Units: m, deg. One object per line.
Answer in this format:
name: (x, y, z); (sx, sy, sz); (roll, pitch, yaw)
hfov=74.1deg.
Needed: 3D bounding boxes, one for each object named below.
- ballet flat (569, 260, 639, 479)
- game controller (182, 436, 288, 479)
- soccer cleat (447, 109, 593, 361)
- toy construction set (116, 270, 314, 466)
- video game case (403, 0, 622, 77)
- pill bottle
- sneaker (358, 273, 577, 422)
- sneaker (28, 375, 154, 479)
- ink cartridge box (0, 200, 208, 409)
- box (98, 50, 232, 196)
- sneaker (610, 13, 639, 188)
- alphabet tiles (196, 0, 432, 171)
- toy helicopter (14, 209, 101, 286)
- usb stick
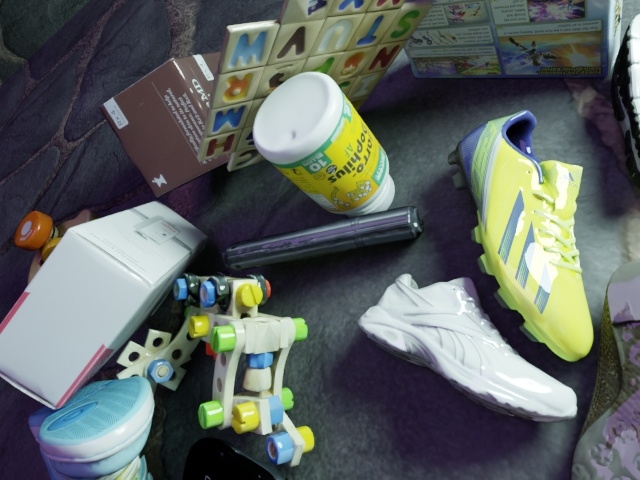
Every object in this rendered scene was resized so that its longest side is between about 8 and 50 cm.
ballet flat: (0.273, 0.141, 0.369); (0.084, 0.058, 0.250); (3, 73, 38)
game controller: (-0.104, 0.378, 0.432); (0.166, 0.067, 0.320); (6, 86, 33)
soccer cleat: (0.225, -0.024, 0.447); (0.121, 0.093, 0.289); (-32, 50, 32)
toy construction set: (-0.143, 0.153, 0.580); (0.327, 0.151, 0.215); (-2, 88, 39)
video game case: (0.205, -0.304, 0.514); (0.269, 0.244, 0.061); (17, 75, 37)
pill bottle: (0.019, -0.105, 0.554); (0.117, 0.208, 0.118); (-14, 60, 27)
sneaker: (0.152, 0.096, 0.446); (0.232, 0.090, 0.115); (24, 77, 38)
sneaker: (-0.260, 0.292, 0.534); (0.319, 0.127, 0.208); (-21, 91, 51)
ink cartridge box: (-0.297, 0.067, 0.620); (0.207, 0.117, 0.283); (-51, 9, 8)
box: (-0.219, -0.208, 0.738); (0.166, 0.169, 0.203); (-20, 20, 23)
sneaker: (0.371, -0.152, 0.444); (0.094, 0.081, 0.209); (-4, 70, 23)
alphabet tiles: (-0.015, -0.203, 0.555); (0.011, 0.285, 0.342); (60, 150, 9)
toy helicopter: (-0.463, 0.038, 0.845); (0.354, 0.140, 0.235); (-16, 61, 23)
usb stick: (0.000, 0.000, 0.578); (0.277, 0.077, 0.045); (-11, 93, 17)
